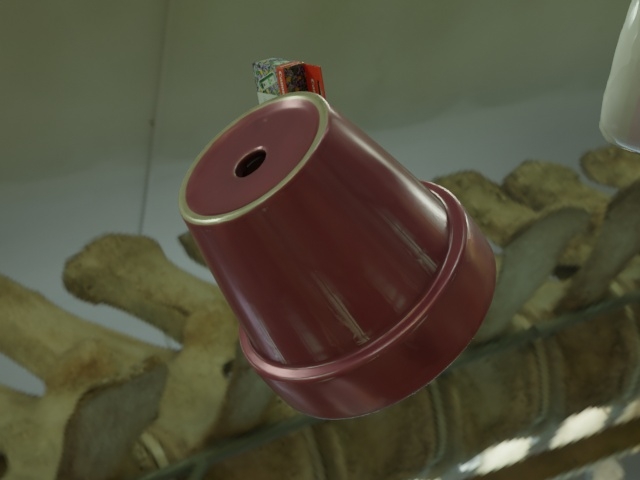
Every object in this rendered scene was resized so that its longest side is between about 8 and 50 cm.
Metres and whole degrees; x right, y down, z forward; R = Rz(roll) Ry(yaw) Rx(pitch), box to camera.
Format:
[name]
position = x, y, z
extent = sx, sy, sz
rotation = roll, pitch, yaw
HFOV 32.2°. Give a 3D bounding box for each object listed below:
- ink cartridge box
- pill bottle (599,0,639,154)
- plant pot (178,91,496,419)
[ink cartridge box]
position = -0.034, -0.163, 1.211
extent = 0.029, 0.115, 0.063
rotation = -19, -69, -24
[pill bottle]
position = 0.346, -0.098, 0.699
extent = 0.169, 0.301, 0.169
rotation = 19, -90, -73
[plant pot]
position = 0.000, 0.000, 0.809
extent = 0.201, 0.201, 0.180
rotation = -37, -57, 4
